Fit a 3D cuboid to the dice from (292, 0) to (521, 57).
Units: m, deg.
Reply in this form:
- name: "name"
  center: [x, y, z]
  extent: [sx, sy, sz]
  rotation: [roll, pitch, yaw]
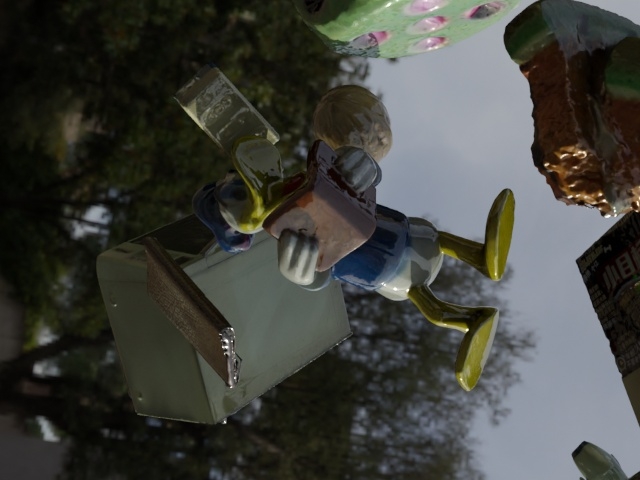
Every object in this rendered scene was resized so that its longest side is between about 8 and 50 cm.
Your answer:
- name: "dice"
  center: [0.136, -0.498, 1.842]
  extent: [0.318, 0.330, 0.322]
  rotation: [-25, -107, 48]

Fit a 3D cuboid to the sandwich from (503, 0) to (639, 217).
- name: "sandwich"
  center: [0.367, -0.174, 1.425]
  extent: [0.162, 0.250, 0.301]
  rotation: [-29, -125, 51]

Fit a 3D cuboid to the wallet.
- name: "wallet"
  center: [-0.198, 0.106, 1.721]
  extent: [0.243, 0.039, 0.133]
  rotation: [44, -32, 38]

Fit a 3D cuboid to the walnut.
- name: "walnut"
  center: [0.055, -0.191, 1.932]
  extent: [0.162, 0.140, 0.140]
  rotation: [72, 11, -54]

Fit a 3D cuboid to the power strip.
- name: "power strip"
  center: [-0.097, -0.129, 1.175]
  extent: [0.056, 0.123, 0.032]
  rotation: [-42, -135, 2]

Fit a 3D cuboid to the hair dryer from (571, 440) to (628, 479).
- name: "hair dryer"
  center: [0.522, 0.456, 2.021]
  extent: [0.167, 0.067, 0.199]
  rotation: [42, -18, 34]

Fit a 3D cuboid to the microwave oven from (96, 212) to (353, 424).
- name: "microwave oven"
  center: [-0.177, 0.108, 2.070]
  extent: [0.247, 0.394, 0.333]
  rotation: [2, -70, 40]

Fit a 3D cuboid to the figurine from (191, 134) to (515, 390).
- name: "figurine"
  center: [0.000, 0.000, 1.135]
  extent: [0.338, 0.283, 0.205]
  rotation: [14, -95, 27]

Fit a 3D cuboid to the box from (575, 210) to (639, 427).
- name: "box"
  center: [0.480, 0.113, 1.542]
  extent: [0.198, 0.084, 0.310]
  rotation: [124, -44, -56]

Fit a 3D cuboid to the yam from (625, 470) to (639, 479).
- name: "yam"
  center: [0.551, 0.371, 1.701]
  extent: [0.330, 0.133, 0.133]
  rotation: [-49, -147, 28]
